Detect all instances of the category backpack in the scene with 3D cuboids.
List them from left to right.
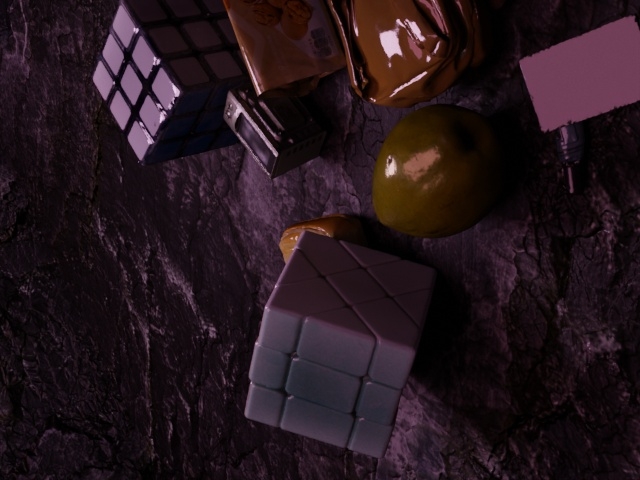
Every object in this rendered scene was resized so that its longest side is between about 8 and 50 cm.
[{"bbox_3d":[0.164,-0.449,1.815,0.353,0.201,0.378,-12,98,53],"label":"backpack"}]

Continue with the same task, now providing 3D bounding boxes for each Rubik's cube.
[{"bbox_3d":[-0.336,-0.406,2.355,0.304,0.305,0.301,56,138,15],"label":"Rubik's cube"},{"bbox_3d":[0.045,0.216,2.054,0.322,0.319,0.316,15,124,6],"label":"Rubik's cube"}]

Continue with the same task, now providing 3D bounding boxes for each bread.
[{"bbox_3d":[0.000,0.000,2.246,0.236,0.140,0.106,-10,101,51],"label":"bread"}]

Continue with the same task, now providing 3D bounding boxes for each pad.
[{"bbox_3d":[0.455,-0.282,1.640,0.211,0.003,0.143,-17,91,32],"label":"pad"}]

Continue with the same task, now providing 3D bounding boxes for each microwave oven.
[{"bbox_3d":[-0.106,-0.273,2.227,0.205,0.163,0.129,52,154,17],"label":"microwave oven"}]

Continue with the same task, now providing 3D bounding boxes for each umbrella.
[{"bbox_3d":[0.442,-0.204,1.707,0.053,0.052,0.250,-7,101,17],"label":"umbrella"}]

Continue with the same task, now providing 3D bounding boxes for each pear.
[{"bbox_3d":[0.221,-0.126,1.843,0.253,0.253,0.307,58,143,15],"label":"pear"}]

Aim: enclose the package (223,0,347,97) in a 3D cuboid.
[{"bbox_3d":[-0.104,-0.477,2.158,0.311,0.221,0.165,68,162,5],"label":"package"}]
